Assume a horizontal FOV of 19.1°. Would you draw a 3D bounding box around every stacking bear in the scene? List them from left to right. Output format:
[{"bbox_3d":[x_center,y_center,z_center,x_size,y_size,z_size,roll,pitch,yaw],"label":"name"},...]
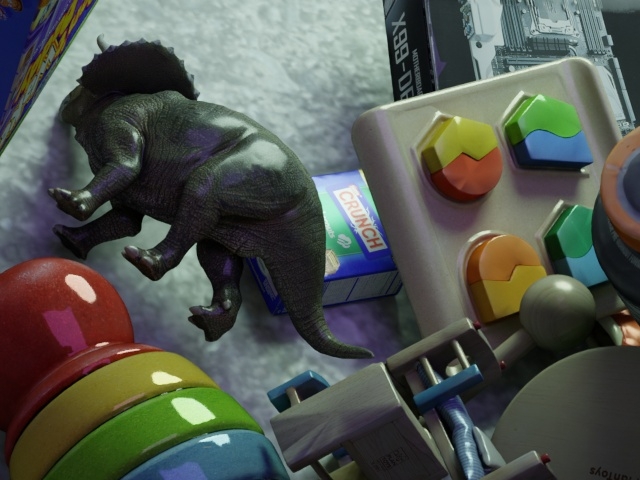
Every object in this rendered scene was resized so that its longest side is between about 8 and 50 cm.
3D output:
[{"bbox_3d":[-0.118,0.133,1.136,0.175,0.164,0.289,-19,59,-35],"label":"stacking bear"}]

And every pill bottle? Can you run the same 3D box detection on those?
[{"bbox_3d":[0.258,0.009,1.264,0.130,0.245,0.130,-9,64,20],"label":"pill bottle"}]

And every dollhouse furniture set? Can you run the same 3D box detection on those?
[{"bbox_3d":[0.052,0.104,1.171,0.129,0.183,0.129,-29,48,5],"label":"dollhouse furniture set"}]

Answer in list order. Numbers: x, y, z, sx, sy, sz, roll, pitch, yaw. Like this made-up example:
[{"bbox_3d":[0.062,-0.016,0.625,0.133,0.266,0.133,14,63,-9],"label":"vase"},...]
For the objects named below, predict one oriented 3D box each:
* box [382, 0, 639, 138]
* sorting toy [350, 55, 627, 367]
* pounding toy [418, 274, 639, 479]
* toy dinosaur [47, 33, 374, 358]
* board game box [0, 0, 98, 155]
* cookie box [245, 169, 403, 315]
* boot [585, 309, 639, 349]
[{"bbox_3d":[0.206,-0.123,1.485,0.308,0.076,0.242,0,76,-24],"label":"box"},{"bbox_3d":[0.143,-0.026,1.364,0.208,0.038,0.193,-17,85,-27],"label":"sorting toy"},{"bbox_3d":[0.194,0.155,1.280,0.237,0.183,0.110,44,4,31],"label":"pounding toy"},{"bbox_3d":[-0.080,-0.037,1.283,0.314,0.121,0.160,30,68,21],"label":"toy dinosaur"},{"bbox_3d":[-0.182,-0.236,1.346,0.078,0.233,0.347,26,47,-3],"label":"board game box"},{"bbox_3d":[0.000,0.000,1.369,0.107,0.040,0.091,-9,58,-30],"label":"cookie box"},{"bbox_3d":[0.252,0.100,1.398,0.085,0.059,0.158,-11,51,-28],"label":"boot"}]
